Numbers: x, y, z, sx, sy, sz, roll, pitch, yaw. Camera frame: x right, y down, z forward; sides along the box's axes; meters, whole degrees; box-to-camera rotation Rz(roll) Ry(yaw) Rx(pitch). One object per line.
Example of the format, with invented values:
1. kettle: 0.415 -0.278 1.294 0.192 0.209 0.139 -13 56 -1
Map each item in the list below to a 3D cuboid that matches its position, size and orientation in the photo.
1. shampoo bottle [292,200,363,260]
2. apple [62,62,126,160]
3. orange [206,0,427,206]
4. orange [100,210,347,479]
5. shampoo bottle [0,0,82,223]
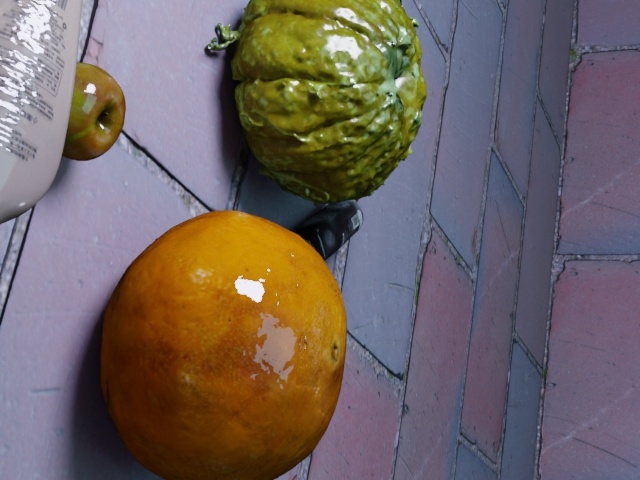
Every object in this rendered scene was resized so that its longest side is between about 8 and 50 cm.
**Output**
1. shampoo bottle: -0.001 -0.001 1.440 0.207 0.063 0.057 -42 115 -58
2. apple: -0.221 -0.117 0.957 0.089 0.074 0.089 2 90 -65
3. orange: 0.020 -0.187 1.309 0.300 0.223 0.301 -42 128 -52
4. orange: -0.091 0.111 1.060 0.284 0.226 0.284 4 90 -70
5. shampoo bottle: -0.262 -0.108 0.854 0.127 0.078 0.257 30 60 -39
